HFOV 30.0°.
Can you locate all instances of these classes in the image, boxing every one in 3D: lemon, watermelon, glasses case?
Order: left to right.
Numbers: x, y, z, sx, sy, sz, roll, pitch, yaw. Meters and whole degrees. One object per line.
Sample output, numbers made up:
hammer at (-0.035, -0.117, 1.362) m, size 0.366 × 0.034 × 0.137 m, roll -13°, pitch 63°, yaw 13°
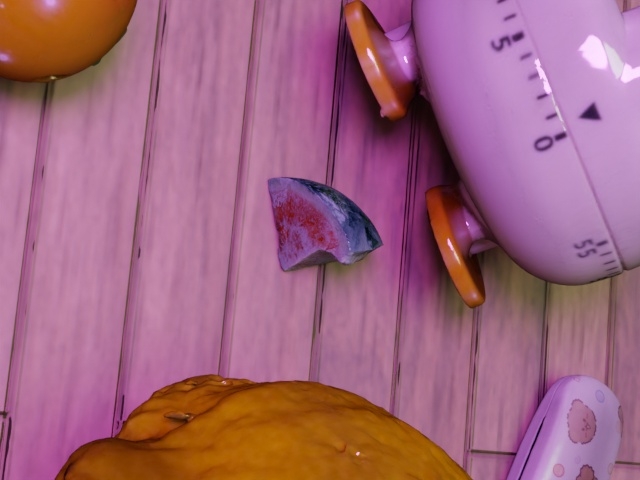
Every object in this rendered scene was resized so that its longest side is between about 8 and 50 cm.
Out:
lemon at (-0.014, 0.198, 0.581) m, size 0.245 × 0.245 × 0.320 m, roll -52°, pitch 122°, yaw -24°
watermelon at (0.000, 0.000, 0.722) m, size 0.085 × 0.085 × 0.061 m, roll 36°, pitch 103°, yaw -24°
glasses case at (0.158, 0.168, 0.807) m, size 0.063 × 0.041 × 0.164 m, roll 37°, pitch 68°, yaw -24°

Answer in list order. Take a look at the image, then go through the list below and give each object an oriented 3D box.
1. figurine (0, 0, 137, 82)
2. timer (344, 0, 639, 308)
figurine at (-0.188, -0.156, 0.583) m, size 0.222 × 0.124 × 0.324 m, roll 37°, pitch 63°, yaw -23°
timer at (0.162, -0.095, 0.715) m, size 0.240 × 0.233 × 0.233 m, roll -22°, pitch 99°, yaw 13°
